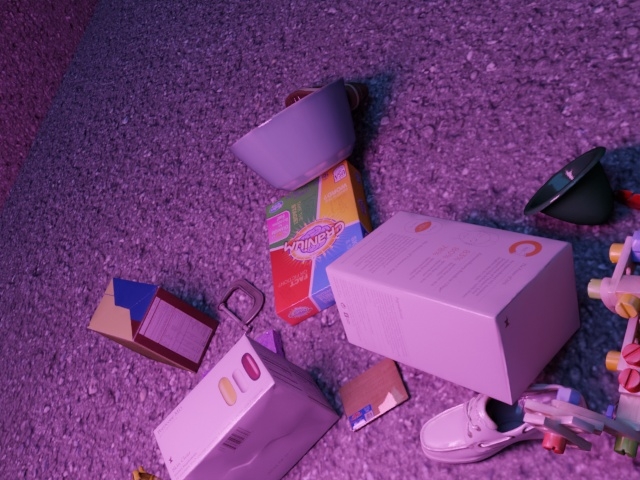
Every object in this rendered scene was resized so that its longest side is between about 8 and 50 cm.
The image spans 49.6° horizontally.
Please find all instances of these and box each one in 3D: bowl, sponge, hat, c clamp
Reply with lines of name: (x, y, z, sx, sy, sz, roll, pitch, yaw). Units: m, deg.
bowl: (-0.041, -0.227, 1.616, 0.311, 0.163, 0.311, -31, 8, 5)
sponge: (-0.168, 0.292, 1.501, 0.210, 0.031, 0.117, -35, 44, 17)
hat: (0.481, -0.042, 1.190, 0.173, 0.183, 0.208, -44, 0, -3)
c clamp: (-0.195, 0.162, 1.625, 0.137, 0.022, 0.160, -50, 42, 0)

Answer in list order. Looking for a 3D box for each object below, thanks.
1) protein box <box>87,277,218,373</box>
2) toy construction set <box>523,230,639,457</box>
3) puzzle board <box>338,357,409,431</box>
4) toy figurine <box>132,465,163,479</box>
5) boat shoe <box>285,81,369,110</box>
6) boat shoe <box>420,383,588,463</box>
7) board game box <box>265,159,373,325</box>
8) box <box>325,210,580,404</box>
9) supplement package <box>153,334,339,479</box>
protein box: (-0.392, 0.198, 1.633, 0.199, 0.201, 0.136, 5, 64, 43)
toy construction set: (0.419, 0.163, 0.950, 0.151, 0.215, 0.328, 23, 78, 48)
puzzle board: (0.098, 0.286, 1.292, 0.128, 0.011, 0.096, -36, 45, 16)
toy figurine: (-0.202, 0.566, 1.234, 0.217, 0.191, 0.363, -9, 83, -8)
boat shoe: (0.020, -0.359, 1.785, 0.257, 0.095, 0.095, 7, 32, 46)
boat shoe: (0.268, 0.275, 1.088, 0.277, 0.096, 0.098, -25, 47, 25)
board game box: (0.000, 0.000, 1.542, 0.242, 0.064, 0.317, -30, 45, 21)
box: (0.215, 0.093, 1.154, 0.215, 0.168, 0.345, -36, 32, -32)
supplement package: (-0.140, 0.348, 1.306, 0.262, 0.204, 0.145, -47, 41, 4)
